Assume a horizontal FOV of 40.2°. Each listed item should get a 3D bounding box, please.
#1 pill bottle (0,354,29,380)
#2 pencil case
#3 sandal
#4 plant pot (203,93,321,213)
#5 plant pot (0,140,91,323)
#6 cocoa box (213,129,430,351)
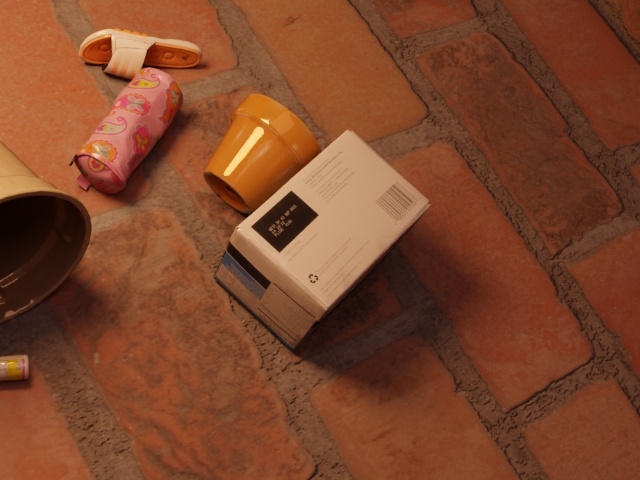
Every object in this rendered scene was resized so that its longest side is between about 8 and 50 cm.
[{"bbox_3d":[-0.549,0.221,1.515,0.083,0.043,0.043,-1,63,-20],"label":"pill bottle"},{"bbox_3d":[-0.389,-0.223,1.775,0.124,0.124,0.284,28,58,-3],"label":"pencil case"},{"bbox_3d":[-0.379,-0.389,1.877,0.265,0.102,0.076,-1,60,-22],"label":"sandal"},{"bbox_3d":[-0.133,-0.164,1.799,0.205,0.205,0.188,38,73,4],"label":"plant pot"},{"bbox_3d":[-0.622,-0.059,1.510,0.334,0.333,0.305,-29,63,-30],"label":"plant pot"},{"bbox_3d":[0.000,0.000,1.721,0.231,0.228,0.347,42,57,6],"label":"cocoa box"}]
